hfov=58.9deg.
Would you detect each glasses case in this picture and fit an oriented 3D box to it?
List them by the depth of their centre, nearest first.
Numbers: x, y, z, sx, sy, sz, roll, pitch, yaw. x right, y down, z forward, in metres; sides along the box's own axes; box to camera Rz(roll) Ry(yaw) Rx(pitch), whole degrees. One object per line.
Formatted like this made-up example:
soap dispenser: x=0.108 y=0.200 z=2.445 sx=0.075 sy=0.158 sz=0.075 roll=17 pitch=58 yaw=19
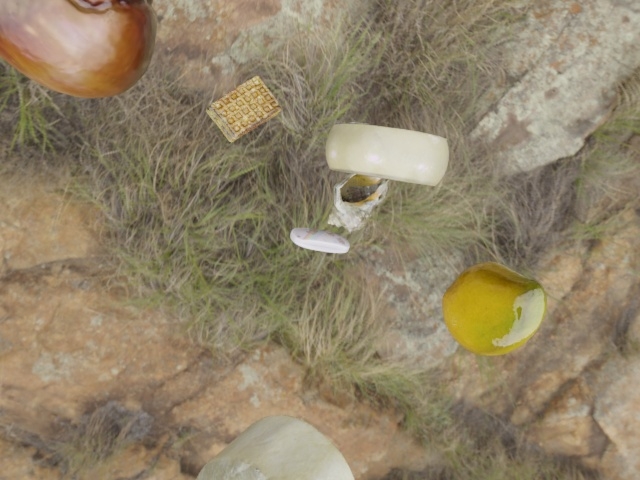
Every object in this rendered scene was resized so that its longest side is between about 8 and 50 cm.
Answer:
glasses case: x=0.000 y=0.000 z=0.746 sx=0.083 sy=0.032 sz=0.021 roll=10 pitch=116 yaw=-26

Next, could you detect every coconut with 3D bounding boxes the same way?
coconut: x=-0.056 y=0.345 z=0.758 sx=0.202 sy=0.222 sz=0.202 roll=7 pitch=105 yaw=29

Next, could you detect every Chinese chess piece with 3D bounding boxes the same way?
Chinese chess piece: x=0.135 y=-0.175 z=1.164 sx=0.251 sy=0.251 sz=0.097 roll=8 pitch=97 yaw=-9

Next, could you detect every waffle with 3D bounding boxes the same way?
waffle: x=-0.173 y=-0.300 z=1.291 sx=0.148 sy=0.042 sz=0.102 roll=-39 pitch=89 yaw=-23

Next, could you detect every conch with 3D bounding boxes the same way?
conch: x=0.099 y=-0.112 z=1.501 sx=0.207 sy=0.130 sz=0.155 roll=-34 pitch=153 yaw=2

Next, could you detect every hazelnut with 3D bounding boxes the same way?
hazelnut: x=-0.429 y=-0.428 z=0.974 sx=0.316 sy=0.372 sz=0.372 roll=9 pitch=124 yaw=22

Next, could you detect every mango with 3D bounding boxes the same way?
mango: x=0.317 y=0.126 z=1.057 sx=0.119 sy=0.317 sz=0.176 roll=5 pitch=80 yaw=-13
